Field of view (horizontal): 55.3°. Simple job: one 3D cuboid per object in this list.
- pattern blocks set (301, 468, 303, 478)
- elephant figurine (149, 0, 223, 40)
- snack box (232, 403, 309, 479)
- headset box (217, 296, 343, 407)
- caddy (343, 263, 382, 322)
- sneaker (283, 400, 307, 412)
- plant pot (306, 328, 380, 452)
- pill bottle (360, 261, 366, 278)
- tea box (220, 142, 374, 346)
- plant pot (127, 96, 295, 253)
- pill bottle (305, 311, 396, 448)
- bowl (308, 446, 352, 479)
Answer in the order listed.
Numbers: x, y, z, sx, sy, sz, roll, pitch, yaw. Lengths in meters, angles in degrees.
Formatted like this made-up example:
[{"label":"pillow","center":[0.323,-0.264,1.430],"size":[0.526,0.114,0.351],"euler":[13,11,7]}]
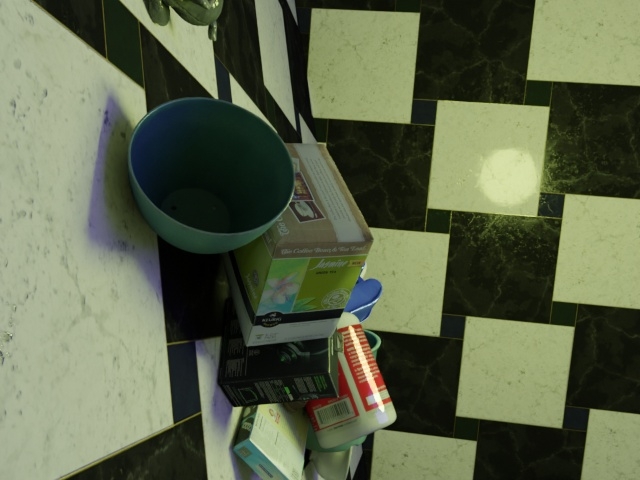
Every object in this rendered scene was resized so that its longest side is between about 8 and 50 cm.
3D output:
[{"label":"pattern blocks set","center":[-0.069,0.707,1.787],"size":[0.324,0.026,0.285],"euler":[-86,-177,-62]},{"label":"elephant figurine","center":[-0.308,-0.540,1.302],"size":[0.169,0.186,0.239],"euler":[-54,-179,27]},{"label":"snack box","center":[-0.116,0.481,1.589],"size":[0.187,0.060,0.322],"euler":[50,18,-15]},{"label":"headset box","center":[-0.086,0.256,1.491],"size":[0.131,0.283,0.246],"euler":[73,11,-48]},{"label":"caddy","center":[0.043,0.187,2.081],"size":[0.241,0.341,0.179],"euler":[58,-35,20]},{"label":"sneaker","center":[-0.092,0.365,1.646],"size":[0.188,0.071,0.066],"euler":[58,19,16]},{"label":"plant pot","center":[0.028,0.489,2.024],"size":[0.341,0.341,0.334],"euler":[-55,145,-78]},{"label":"pill bottle","center":[0.000,0.000,2.328],"size":[0.392,0.224,0.224],"euler":[58,20,-31]},{"label":"tea box","center":[-0.076,0.003,1.367],"size":[0.323,0.220,0.329],"euler":[109,-31,-41]},{"label":"plant pot","center":[-0.213,-0.089,1.130],"size":[0.195,0.290,0.290],"euler":[125,-32,-54]},{"label":"pill bottle","center":[0.036,0.347,1.709],"size":[0.229,0.229,0.407],"euler":[51,17,-74]},{"label":"bowl","center":[0.033,0.740,2.233],"size":[0.298,0.134,0.297],"euler":[-170,-90,-87]}]
